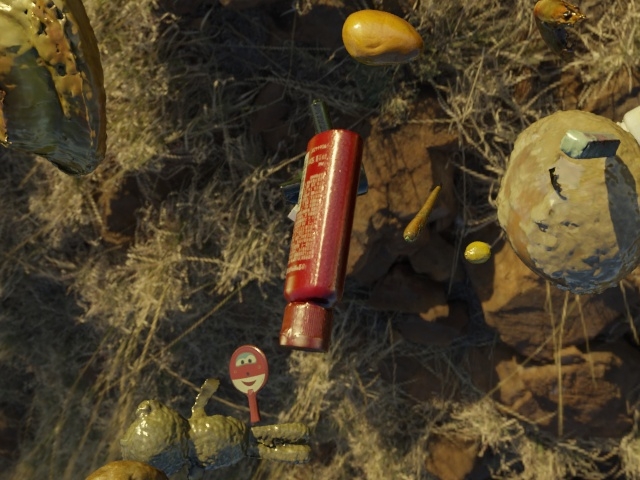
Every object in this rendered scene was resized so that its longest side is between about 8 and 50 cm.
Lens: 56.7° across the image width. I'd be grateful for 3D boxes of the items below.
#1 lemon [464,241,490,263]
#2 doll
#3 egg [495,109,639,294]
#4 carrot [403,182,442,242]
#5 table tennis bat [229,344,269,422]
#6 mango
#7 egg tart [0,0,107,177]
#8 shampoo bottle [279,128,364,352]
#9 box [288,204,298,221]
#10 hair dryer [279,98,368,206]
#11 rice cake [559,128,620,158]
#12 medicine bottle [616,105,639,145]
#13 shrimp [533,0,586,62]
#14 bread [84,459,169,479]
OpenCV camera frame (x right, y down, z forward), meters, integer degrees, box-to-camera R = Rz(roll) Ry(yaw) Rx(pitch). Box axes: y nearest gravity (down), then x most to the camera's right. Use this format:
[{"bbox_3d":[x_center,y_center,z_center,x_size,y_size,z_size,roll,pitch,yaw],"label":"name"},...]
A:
[{"bbox_3d":[0.450,0.035,1.688,0.092,0.065,0.065,-6,144,-29],"label":"lemon"},{"bbox_3d":[-0.158,0.308,0.931,0.091,0.285,0.203,-1,107,65],"label":"doll"},{"bbox_3d":[0.434,-0.062,0.999,0.278,0.279,0.311,2,94,19],"label":"egg"},{"bbox_3d":[0.317,-0.088,1.798,0.049,0.254,0.049,26,151,16],"label":"carrot"},{"bbox_3d":[-0.141,0.289,1.202,0.098,0.155,0.019,-15,168,27],"label":"table tennis bat"},{"bbox_3d":[0.166,-0.534,1.587,0.227,0.147,0.109,21,169,6],"label":"mango"},{"bbox_3d":[-0.536,-0.303,1.049,0.443,0.178,0.444,30,135,36],"label":"egg tart"},{"bbox_3d":[0.001,0.000,0.851,0.076,0.315,0.118,17,162,-28],"label":"shampoo bottle"},{"bbox_3d":[-0.026,-0.094,2.059,0.129,0.130,0.051,35,131,-3],"label":"box"},{"bbox_3d":[-0.019,-0.248,1.695,0.244,0.303,0.116,-14,174,-8],"label":"hair dryer"},{"bbox_3d":[0.362,-0.127,0.785,0.033,0.207,0.033,42,120,25],"label":"rice cake"},{"bbox_3d":[0.867,-0.292,1.534,0.258,0.143,0.143,-29,117,31],"label":"medicine bottle"},{"bbox_3d":[0.509,-0.450,1.259,0.068,0.249,0.150,-31,95,15],"label":"shrimp"},{"bbox_3d":[-0.171,0.242,0.526,0.060,0.082,0.113,6,111,38],"label":"bread"}]
